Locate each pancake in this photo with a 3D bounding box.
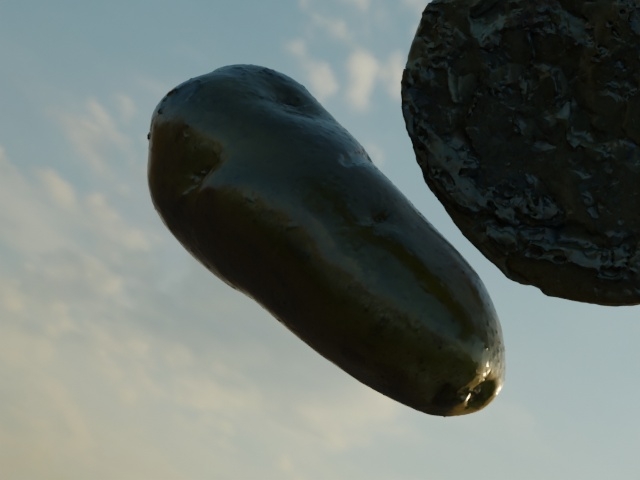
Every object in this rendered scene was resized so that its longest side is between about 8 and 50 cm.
[{"bbox_3d":[0.192,-0.086,1.103,0.282,0.282,0.049,23,8,8],"label":"pancake"}]

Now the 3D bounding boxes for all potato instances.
[{"bbox_3d":[0.000,0.000,1.231,0.369,0.176,0.195,45,-20,33],"label":"potato"}]
